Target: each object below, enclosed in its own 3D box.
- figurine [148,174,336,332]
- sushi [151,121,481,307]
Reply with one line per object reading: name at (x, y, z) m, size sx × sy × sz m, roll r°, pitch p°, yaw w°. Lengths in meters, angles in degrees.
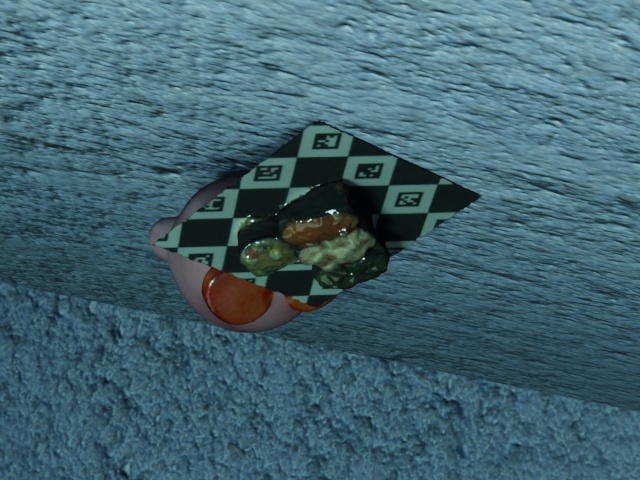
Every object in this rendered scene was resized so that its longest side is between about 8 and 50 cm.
figurine at (-0.075, 0.011, 1.950) m, size 0.173 × 0.173 × 0.173 m, roll 14°, pitch 170°, yaw 2°
sushi at (0.000, 0.000, 1.772) m, size 0.220 × 0.047 × 0.231 m, roll 22°, pitch 135°, yaw -39°
